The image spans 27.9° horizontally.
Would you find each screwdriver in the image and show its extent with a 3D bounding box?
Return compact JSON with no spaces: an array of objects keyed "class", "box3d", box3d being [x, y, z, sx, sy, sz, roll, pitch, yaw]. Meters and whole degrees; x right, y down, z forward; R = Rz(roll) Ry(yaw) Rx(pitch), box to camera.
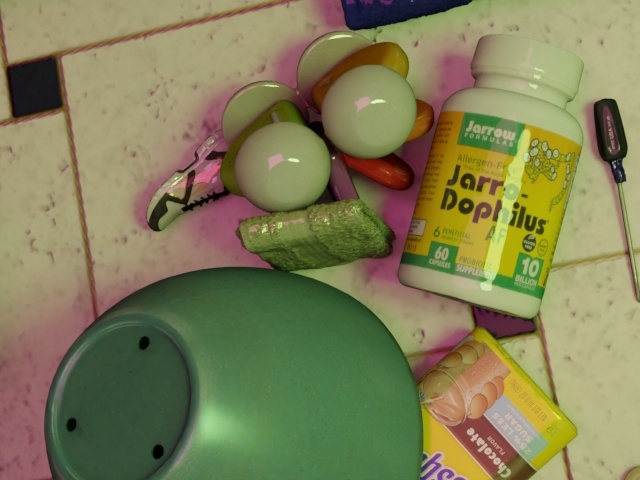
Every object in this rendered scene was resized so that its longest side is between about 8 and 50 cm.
[{"class":"screwdriver","box3d":[0.250,-0.034,1.055,0.025,0.024,0.169,-13,88,-18]}]

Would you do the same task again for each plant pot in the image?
[{"class":"plant pot","box3d":[-0.094,0.143,0.975,0.290,0.195,0.290,-10,69,27]}]

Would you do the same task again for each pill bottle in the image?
[{"class":"pill bottle","box3d":[0.142,-0.051,1.026,0.118,0.117,0.208,15,88,13]}]

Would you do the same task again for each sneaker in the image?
[{"class":"sneaker","box3d":[-0.107,-0.045,1.120,0.044,0.040,0.109,45,95,10]}]

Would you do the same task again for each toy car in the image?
[{"class":"toy car","box3d":[0.010,-0.077,1.059,0.182,0.159,0.136,-33,118,4]}]

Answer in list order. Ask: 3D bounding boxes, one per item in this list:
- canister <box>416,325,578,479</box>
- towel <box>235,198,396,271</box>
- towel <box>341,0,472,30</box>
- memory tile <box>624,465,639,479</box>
[{"class":"canister","box3d":[0.106,0.167,1.037,0.170,0.073,0.126,-43,77,4]},{"class":"towel","box3d":[0.000,0.000,1.037,0.110,0.148,0.027,-11,75,10]},{"class":"towel","box3d":[0.147,-0.314,1.078,0.308,0.076,0.227,-12,88,11]},{"class":"memory tile","box3d":[0.294,0.252,1.018,0.113,0.012,0.147,1,85,12]}]
